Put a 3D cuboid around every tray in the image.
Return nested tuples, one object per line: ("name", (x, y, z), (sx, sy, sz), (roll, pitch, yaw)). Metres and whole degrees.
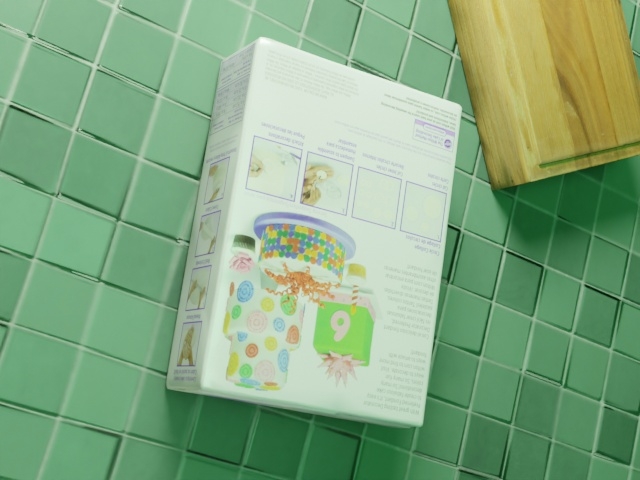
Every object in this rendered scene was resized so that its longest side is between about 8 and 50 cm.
("tray", (0.247, -0.280, 1.235), (0.203, 0.076, 0.410), (-14, 92, -31))

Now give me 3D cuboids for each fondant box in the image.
("fondant box", (0.000, 0.000, 1.045), (0.238, 0.096, 0.330), (15, 76, -28))
